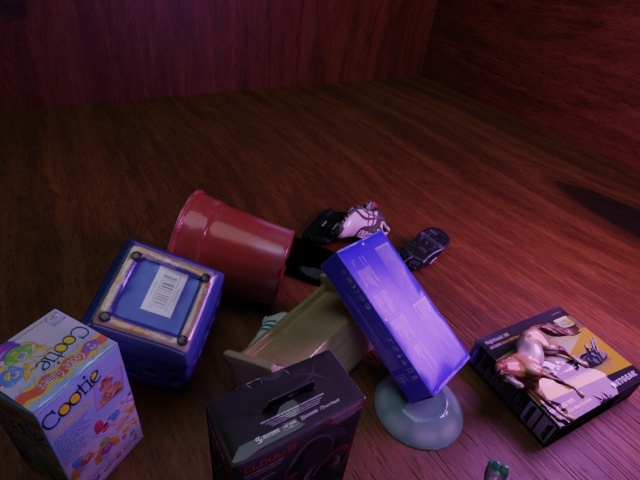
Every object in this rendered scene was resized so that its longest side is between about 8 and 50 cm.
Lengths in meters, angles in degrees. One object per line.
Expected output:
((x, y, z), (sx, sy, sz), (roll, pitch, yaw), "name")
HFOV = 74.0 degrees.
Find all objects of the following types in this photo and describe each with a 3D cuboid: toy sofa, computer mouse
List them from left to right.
((-0.023, 0.236, 0.960), (0.150, 0.177, 0.362), (4, 28, 40), "toy sofa")
((0.274, 0.029, 1.341), (0.184, 0.060, 0.262), (35, 56, 26), "computer mouse")

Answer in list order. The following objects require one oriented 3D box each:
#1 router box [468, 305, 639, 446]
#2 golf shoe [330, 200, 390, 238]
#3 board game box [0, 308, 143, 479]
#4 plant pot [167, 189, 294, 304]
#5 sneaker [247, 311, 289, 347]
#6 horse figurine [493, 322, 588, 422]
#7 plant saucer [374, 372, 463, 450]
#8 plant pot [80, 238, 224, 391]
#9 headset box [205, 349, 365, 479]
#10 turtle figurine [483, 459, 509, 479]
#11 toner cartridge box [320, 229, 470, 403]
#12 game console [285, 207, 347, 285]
((0.547, 0.299, 0.998), (0.308, 0.081, 0.243), (-13, 41, -25), "router box")
((0.137, -0.048, 1.347), (0.120, 0.105, 0.273), (50, 36, 11), "golf shoe")
((-0.417, 0.276, 0.702), (0.142, 0.275, 0.144), (21, 38, 18), "board game box")
((-0.218, 0.035, 1.096), (0.265, 0.272, 0.272), (16, 36, -1), "plant pot")
((-0.124, 0.223, 1.022), (0.075, 0.057, 0.161), (15, 35, 39), "sneaker")
((0.480, 0.258, 0.920), (0.174, 0.066, 0.263), (30, 44, 19), "horse figurine")
((0.214, 0.348, 0.915), (0.194, 0.037, 0.195), (4, 36, -3), "plant saucer")
((-0.329, 0.145, 0.851), (0.236, 0.212, 0.236), (22, 56, -12), "plant pot")
((-0.060, 0.323, 0.686), (0.218, 0.293, 0.110), (-15, 42, -29), "headset box")
((0.287, 0.478, 0.681), (0.175, 0.118, 0.234), (54, 35, 9), "turtle figurine")
((0.165, 0.157, 0.937), (0.165, 0.075, 0.348), (-23, 75, -42), "toner cartridge box")
((0.000, 0.000, 1.345), (0.213, 0.044, 0.361), (21, 39, 16), "game console")
